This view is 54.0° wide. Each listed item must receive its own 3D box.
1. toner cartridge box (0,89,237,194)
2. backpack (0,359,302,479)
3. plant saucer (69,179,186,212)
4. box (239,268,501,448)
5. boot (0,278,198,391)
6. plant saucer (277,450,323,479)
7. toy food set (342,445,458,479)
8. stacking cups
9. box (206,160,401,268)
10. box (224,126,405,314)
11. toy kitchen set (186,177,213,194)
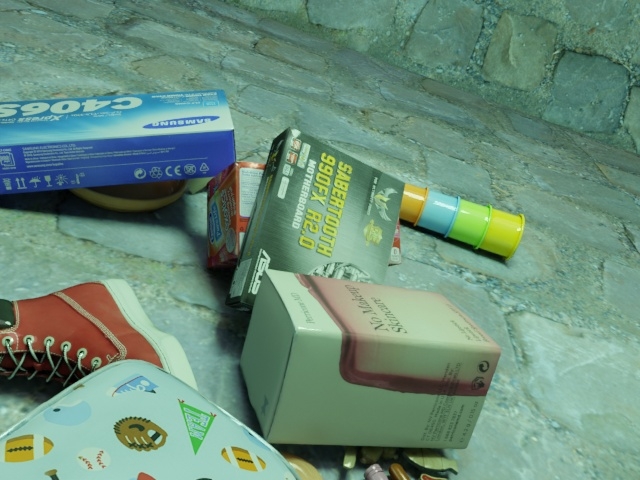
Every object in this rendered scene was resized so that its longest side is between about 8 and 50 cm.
[{"bbox_3d":[-0.300,-0.145,0.892,0.347,0.075,0.165,-6,34,-11],"label":"toner cartridge box"},{"bbox_3d":[-0.108,0.218,0.364,0.263,0.213,0.276,35,26,6],"label":"backpack"},{"bbox_3d":[-0.310,-0.097,0.973,0.199,0.037,0.200,16,28,-9],"label":"plant saucer"},{"bbox_3d":[0.047,0.127,0.679,0.232,0.127,0.148,9,17,-21],"label":"box"},{"bbox_3d":[-0.230,0.121,0.578,0.176,0.089,0.244,-6,29,-40],"label":"boot"},{"bbox_3d":[-0.033,0.230,0.585,0.083,0.013,0.083,17,27,-9],"label":"plant saucer"},{"bbox_3d":[0.081,0.237,0.641,0.122,0.019,0.078,20,27,1],"label":"toy food set"},{"bbox_3d":[0.223,-0.054,1.198,0.316,0.096,0.096,18,27,-1],"label":"stacking cups"},{"bbox_3d":[-0.023,-0.024,0.887,0.256,0.128,0.122,3,-10,-29],"label":"box"},{"bbox_3d":[0.000,0.000,0.789,0.183,0.231,0.056,23,-20,-23],"label":"box"},{"bbox_3d":[-0.208,-0.122,1.060,0.068,0.083,0.075,-37,50,-10],"label":"toy kitchen set"}]
